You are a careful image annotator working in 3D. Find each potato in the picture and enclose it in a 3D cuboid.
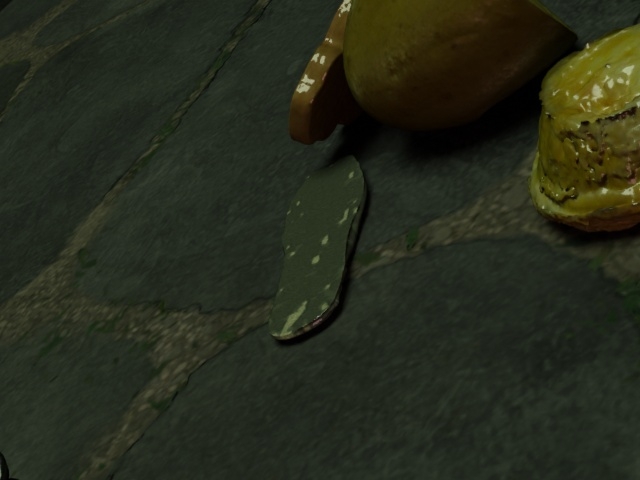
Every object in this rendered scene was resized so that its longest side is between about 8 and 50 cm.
[{"bbox_3d":[0.091,-0.162,1.056,0.158,0.178,0.203,-50,36,18],"label":"potato"}]

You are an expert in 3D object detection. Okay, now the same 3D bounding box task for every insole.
[{"bbox_3d":[0.000,0.000,1.038,0.081,0.011,0.248,-26,26,22],"label":"insole"}]

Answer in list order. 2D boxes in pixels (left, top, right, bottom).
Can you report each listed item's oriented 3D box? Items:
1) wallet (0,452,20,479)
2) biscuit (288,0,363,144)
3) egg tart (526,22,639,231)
[{"bbox_3d":[-0.342,0.304,0.890,0.197,0.051,0.377,-15,33,39],"label":"wallet"},{"bbox_3d":[0.039,-0.175,1.169,0.040,0.144,0.236,25,55,23],"label":"biscuit"},{"bbox_3d":[0.207,-0.085,0.854,0.191,0.074,0.191,-27,28,16],"label":"egg tart"}]
